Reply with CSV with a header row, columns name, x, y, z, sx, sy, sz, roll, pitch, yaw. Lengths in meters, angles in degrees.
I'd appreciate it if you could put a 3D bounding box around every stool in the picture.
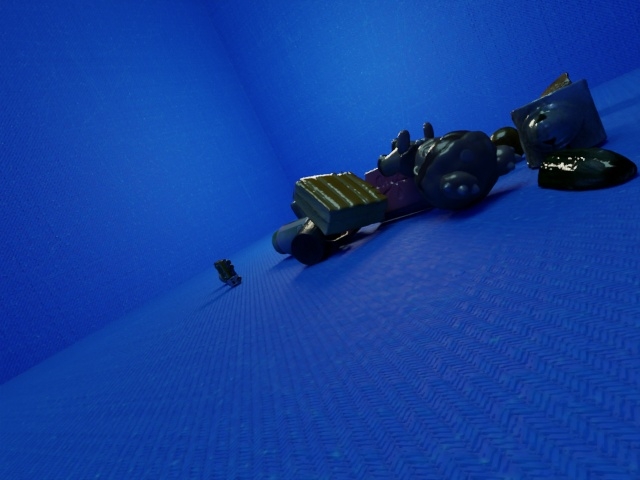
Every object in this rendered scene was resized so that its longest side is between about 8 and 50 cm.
name,x,y,z,sx,sy,sz,roll,pitch,yaw
stool,-0.024,-0.127,1.968,0.195,0.199,0.195,-25,9,-3

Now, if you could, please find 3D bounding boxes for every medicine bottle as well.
name,x,y,z,sx,sy,sz,roll,pitch,yaw
medicine bottle,-0.084,-0.016,1.632,0.133,0.134,0.274,-31,10,-38

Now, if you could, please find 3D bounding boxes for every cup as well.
name,x,y,z,sx,sy,sz,roll,pitch,yaw
cup,0.000,0.000,1.332,0.176,0.131,0.155,-2,21,22

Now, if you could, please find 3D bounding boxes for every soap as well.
name,x,y,z,sx,sy,sz,roll,pitch,yaw
soap,0.259,-0.173,1.359,0.081,0.181,0.259,8,-15,-37

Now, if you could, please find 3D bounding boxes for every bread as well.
name,x,y,z,sx,sy,sz,roll,pitch,yaw
bread,0.061,-0.133,1.347,0.239,0.111,0.246,-14,40,-29

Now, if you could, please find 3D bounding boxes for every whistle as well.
name,x,y,z,sx,sy,sz,roll,pitch,yaw
whistle,0.640,-0.316,1.166,0.188,0.168,0.405,-23,3,12

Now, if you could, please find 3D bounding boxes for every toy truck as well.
name,x,y,z,sx,sy,sz,roll,pitch,yaw
toy truck,-0.367,0.127,1.631,0.062,0.123,0.052,-35,10,-22

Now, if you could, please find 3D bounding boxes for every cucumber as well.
name,x,y,z,sx,sy,sz,roll,pitch,yaw
cucumber,0.516,-0.147,0.803,0.115,0.063,0.244,-25,9,7

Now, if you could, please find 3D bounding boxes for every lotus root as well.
name,x,y,z,sx,sy,sz,roll,pitch,yaw
lotus root,0.940,-0.529,1.624,0.180,0.188,0.199,-37,1,38

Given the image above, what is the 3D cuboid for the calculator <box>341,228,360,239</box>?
name,x,y,z,sx,sy,sz,roll,pitch,yaw
calculator,0.102,-0.047,1.466,0.127,0.034,0.190,-46,10,-4

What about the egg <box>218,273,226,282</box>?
name,x,y,z,sx,sy,sz,roll,pitch,yaw
egg,-0.411,0.153,1.808,0.071,0.071,0.083,-27,-11,-11

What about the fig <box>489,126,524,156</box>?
name,x,y,z,sx,sy,sz,roll,pitch,yaw
fig,0.595,-0.294,1.434,0.124,0.124,0.236,-32,-5,-43

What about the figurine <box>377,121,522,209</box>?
name,x,y,z,sx,sy,sz,roll,pitch,yaw
figurine,0.312,-0.202,1.114,0.248,0.203,0.380,-27,32,-24
